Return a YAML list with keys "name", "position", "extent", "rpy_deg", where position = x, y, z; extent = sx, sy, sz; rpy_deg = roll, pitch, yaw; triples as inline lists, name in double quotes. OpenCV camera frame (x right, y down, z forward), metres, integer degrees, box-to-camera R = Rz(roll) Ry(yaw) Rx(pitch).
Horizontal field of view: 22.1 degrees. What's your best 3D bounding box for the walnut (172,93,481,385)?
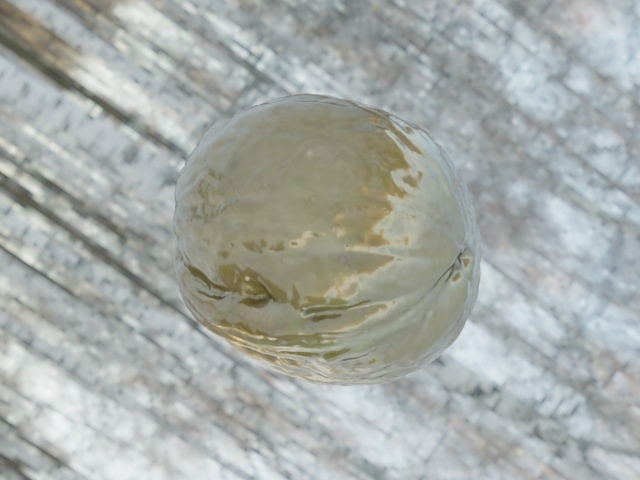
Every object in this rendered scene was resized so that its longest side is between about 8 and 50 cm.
- name: "walnut"
  position: [0.000, 0.000, 1.658]
  extent: [0.333, 0.333, 0.333]
  rpy_deg: [-49, -164, 19]
